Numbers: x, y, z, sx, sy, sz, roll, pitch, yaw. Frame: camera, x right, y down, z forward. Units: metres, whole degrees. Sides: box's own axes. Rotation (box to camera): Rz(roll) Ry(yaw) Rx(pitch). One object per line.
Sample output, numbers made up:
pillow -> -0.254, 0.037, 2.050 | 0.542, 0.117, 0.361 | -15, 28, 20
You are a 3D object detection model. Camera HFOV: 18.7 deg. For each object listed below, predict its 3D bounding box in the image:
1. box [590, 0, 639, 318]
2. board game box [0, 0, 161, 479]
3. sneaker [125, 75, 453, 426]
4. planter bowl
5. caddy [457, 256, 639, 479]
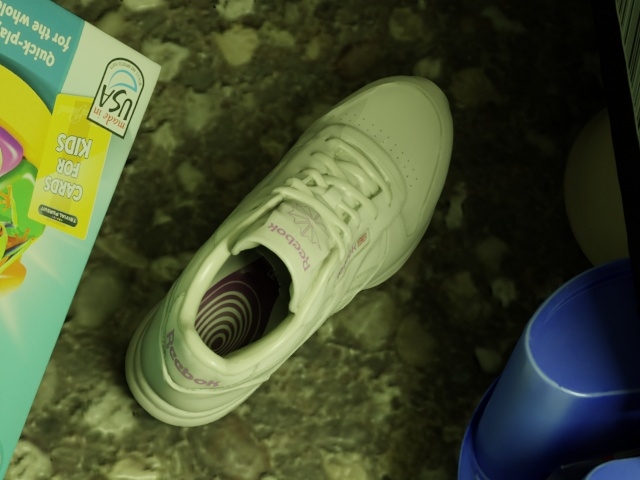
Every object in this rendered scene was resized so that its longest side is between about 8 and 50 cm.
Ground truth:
box -> 0.418, -0.142, 1.136 | 0.472, 0.297, 0.480 | -2, 59, -1
board game box -> -0.259, -0.005, 1.161 | 0.254, 0.079, 0.336 | 28, 79, -46
sneaker -> 0.000, 0.000, 1.295 | 0.114, 0.152, 0.305 | 41, 69, -1
planter bowl -> 0.271, -0.044, 1.405 | 0.162, 0.109, 0.162 | 4, 75, -15
caddy -> 0.259, 0.139, 1.237 | 0.341, 0.179, 0.241 | -9, 61, -11
